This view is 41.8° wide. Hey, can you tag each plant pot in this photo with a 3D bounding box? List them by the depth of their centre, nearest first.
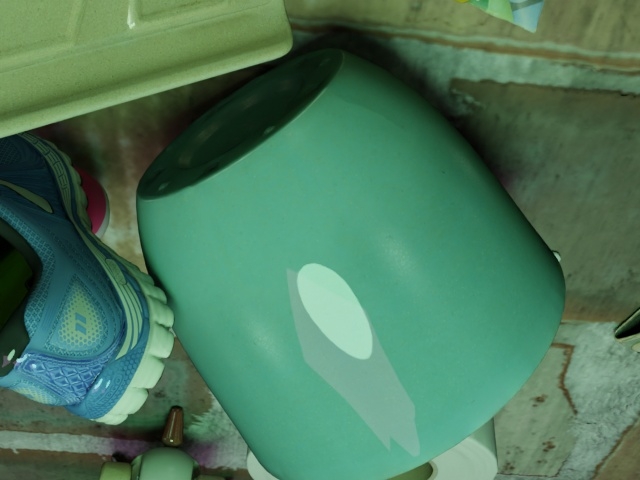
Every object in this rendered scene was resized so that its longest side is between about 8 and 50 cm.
[{"bbox_3d":[0.000,0.000,0.646,0.293,0.293,0.235,-25,116,25],"label":"plant pot"}]

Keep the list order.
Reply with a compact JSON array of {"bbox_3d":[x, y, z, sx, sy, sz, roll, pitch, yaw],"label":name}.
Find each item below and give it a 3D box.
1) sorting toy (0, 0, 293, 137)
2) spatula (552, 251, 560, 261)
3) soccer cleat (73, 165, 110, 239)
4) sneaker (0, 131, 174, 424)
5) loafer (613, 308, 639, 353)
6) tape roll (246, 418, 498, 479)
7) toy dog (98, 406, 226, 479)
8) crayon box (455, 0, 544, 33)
[{"bbox_3d":[-0.088,-0.204,0.458,0.307,0.041,0.229,-22,113,-26],"label":"sorting toy"},{"bbox_3d":[0.104,0.031,0.852,0.242,0.019,0.168,-27,128,27],"label":"spatula"},{"bbox_3d":[-0.343,-0.001,0.790,0.331,0.116,0.143,-7,157,7],"label":"soccer cleat"},{"bbox_3d":[-0.238,-0.008,0.587,0.129,0.330,0.147,-56,143,4],"label":"sneaker"},{"bbox_3d":[0.352,0.077,0.873,0.039,0.045,0.125,16,138,-5],"label":"loafer"},{"bbox_3d":[0.058,0.223,0.970,0.286,0.100,0.286,1,144,1],"label":"tape roll"},{"bbox_3d":[-0.214,0.329,1.114,0.220,0.161,0.334,23,147,-24],"label":"toy dog"},{"bbox_3d":[0.025,-0.255,0.407,0.323,0.203,0.083,16,179,-23],"label":"crayon box"}]
